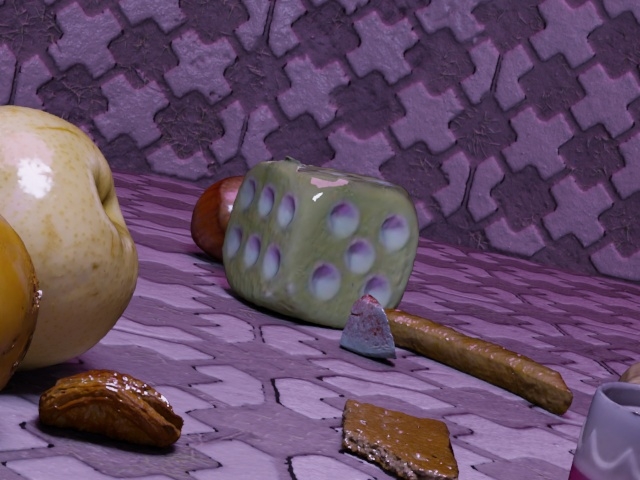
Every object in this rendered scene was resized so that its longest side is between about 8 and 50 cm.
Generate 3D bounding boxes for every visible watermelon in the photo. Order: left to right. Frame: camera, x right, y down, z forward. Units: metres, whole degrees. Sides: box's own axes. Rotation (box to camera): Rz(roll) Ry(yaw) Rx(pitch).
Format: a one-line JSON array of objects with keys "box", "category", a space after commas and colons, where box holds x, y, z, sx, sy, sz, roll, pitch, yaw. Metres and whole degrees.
[{"box": [0.071, 0.133, 2.041, 0.081, 0.094, 0.180, 9, -7, -12], "category": "watermelon"}]

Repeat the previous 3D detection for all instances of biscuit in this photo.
[{"box": [0.087, 0.233, 1.510, 0.131, 0.026, 0.237, 12, 8, 0], "category": "biscuit"}]

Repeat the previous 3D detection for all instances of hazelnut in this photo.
[{"box": [-0.148, -0.033, 2.563, 0.214, 0.176, 0.214, 7, -21, 3], "category": "hazelnut"}]

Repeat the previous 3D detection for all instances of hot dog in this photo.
[{"box": [-0.208, 0.167, 1.330, 0.147, 0.065, 0.099, 11, -2, -4], "category": "hot dog"}]

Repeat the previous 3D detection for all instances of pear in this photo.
[{"box": [-0.358, 0.001, 1.459, 0.309, 0.309, 0.309, 13, 7, -2], "category": "pear"}]

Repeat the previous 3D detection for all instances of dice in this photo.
[{"box": [0.000, 0.000, 2.248, 0.249, 0.254, 0.252, 12, 5, -34], "category": "dice"}]

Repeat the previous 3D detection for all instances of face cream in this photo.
[{"box": [0.301, 0.240, 1.165, 0.175, 0.195, 0.175, 13, 9, -2], "category": "face cream"}]

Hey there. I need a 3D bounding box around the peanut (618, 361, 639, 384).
[{"box": [0.467, 0.230, 1.836, 0.129, 0.129, 0.224, 15, 10, 13], "category": "peanut"}]

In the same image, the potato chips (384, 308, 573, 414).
[{"box": [0.236, 0.182, 2.050, 0.407, 0.057, 0.080, 20, 23, 41], "category": "potato chips"}]

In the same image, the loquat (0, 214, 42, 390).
[{"box": [-0.372, 0.060, 1.204, 0.235, 0.235, 0.235, 13, 7, -2], "category": "loquat"}]
